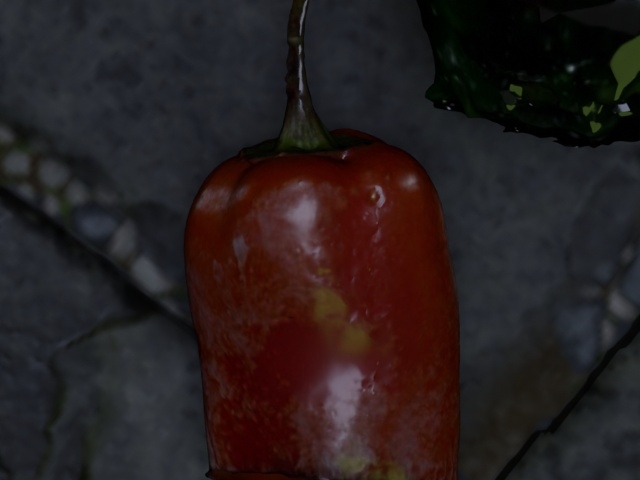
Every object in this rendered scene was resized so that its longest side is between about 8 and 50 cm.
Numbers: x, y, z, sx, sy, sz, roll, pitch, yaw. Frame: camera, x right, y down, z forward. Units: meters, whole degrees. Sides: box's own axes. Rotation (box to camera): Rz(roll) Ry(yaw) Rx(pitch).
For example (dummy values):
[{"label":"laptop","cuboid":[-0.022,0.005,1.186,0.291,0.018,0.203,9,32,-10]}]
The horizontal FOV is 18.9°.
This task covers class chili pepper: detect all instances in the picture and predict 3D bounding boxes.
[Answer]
[{"label":"chili pepper","cuboid":[0.000,0.000,0.647,0.086,0.084,0.192,-8,98,-34]}]

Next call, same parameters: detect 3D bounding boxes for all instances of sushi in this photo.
[{"label":"sushi","cuboid":[0.080,-0.142,0.602,0.124,0.127,0.225,-4,93,26]}]
